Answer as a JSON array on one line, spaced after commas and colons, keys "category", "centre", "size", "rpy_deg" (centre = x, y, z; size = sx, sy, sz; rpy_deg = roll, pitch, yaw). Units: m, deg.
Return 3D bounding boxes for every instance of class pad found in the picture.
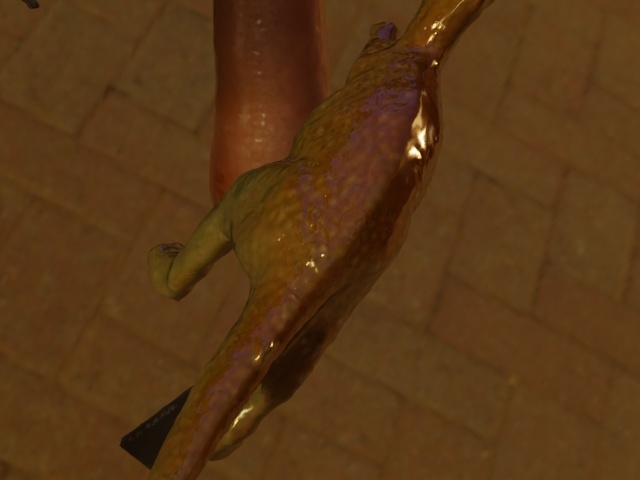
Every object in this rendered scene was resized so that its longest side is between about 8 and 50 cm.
[{"category": "pad", "centre": [-0.116, 0.169, 1.708], "size": [0.157, 0.003, 0.112], "rpy_deg": [-37, 28, -18]}]

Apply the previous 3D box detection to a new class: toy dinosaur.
[{"category": "toy dinosaur", "centre": [0.000, 0.000, 0.375], "size": [0.039, 0.126, 0.162], "rpy_deg": [34, 28, -12]}]

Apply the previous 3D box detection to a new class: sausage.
[{"category": "sausage", "centre": [-0.038, -0.196, 1.186], "size": [0.094, 0.419, 0.094], "rpy_deg": [-4, 22, -5]}]

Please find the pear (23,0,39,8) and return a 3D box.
[{"category": "pear", "centre": [-0.288, -0.274, 0.989], "size": [0.285, 0.336, 0.285], "rpy_deg": [-9, 10, 2]}]
